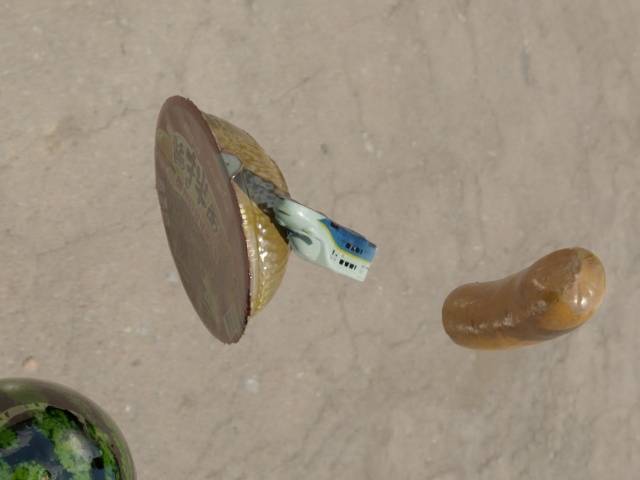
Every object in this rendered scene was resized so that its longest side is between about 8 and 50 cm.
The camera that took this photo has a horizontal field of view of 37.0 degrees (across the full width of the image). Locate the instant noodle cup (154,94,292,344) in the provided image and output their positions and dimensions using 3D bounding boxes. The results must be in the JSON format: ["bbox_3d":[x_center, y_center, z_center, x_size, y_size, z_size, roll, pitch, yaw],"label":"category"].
[{"bbox_3d":[-0.093,-0.028,1.033,0.090,0.274,0.274,-13,101,-24],"label":"instant noodle cup"}]

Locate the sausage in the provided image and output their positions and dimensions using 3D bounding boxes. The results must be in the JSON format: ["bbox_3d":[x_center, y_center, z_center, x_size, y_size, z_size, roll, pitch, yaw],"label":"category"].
[{"bbox_3d":[0.259,0.081,1.207,0.109,0.270,0.109,7,72,-22],"label":"sausage"}]

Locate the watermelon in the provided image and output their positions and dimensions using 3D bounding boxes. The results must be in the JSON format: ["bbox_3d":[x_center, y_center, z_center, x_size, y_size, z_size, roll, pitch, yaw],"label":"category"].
[{"bbox_3d":[-0.330,0.276,1.044,0.269,0.269,0.269,2,88,-52],"label":"watermelon"}]

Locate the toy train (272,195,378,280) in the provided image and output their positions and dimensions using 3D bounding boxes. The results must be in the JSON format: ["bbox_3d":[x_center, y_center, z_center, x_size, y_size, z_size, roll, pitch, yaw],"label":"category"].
[{"bbox_3d":[0.000,0.000,0.987,0.051,0.052,0.234,-69,159,-2],"label":"toy train"}]
